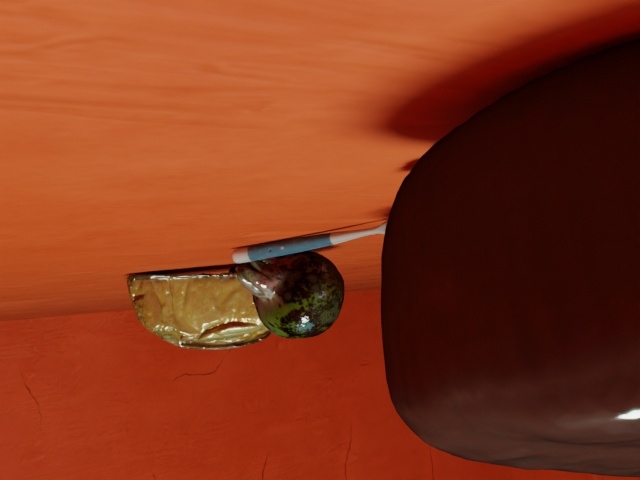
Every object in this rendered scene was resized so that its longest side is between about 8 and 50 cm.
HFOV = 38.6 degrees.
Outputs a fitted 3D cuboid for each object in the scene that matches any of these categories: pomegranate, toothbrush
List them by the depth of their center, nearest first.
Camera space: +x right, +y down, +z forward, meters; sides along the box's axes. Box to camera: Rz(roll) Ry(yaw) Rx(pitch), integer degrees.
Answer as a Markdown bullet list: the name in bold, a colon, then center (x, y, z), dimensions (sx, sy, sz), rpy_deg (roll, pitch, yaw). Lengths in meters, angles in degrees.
- **toothbrush**: center (0.000, 0.000, 1.076), dimensions (0.275, 0.019, 0.025), rpy_deg (-11, -179, 38)
- **pomegranate**: center (-0.040, 0.059, 1.272), dimensions (0.125, 0.163, 0.138), rpy_deg (-46, -148, -24)

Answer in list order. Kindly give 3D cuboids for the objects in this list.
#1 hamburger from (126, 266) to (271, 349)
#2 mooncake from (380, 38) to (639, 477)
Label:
- **hamburger**: center (-0.171, 0.107, 1.443), dimensions (0.262, 0.131, 0.124), rpy_deg (0, 174, -10)
- **mooncake**: center (0.193, 0.032, 0.476), dimensions (0.325, 0.174, 0.334), rpy_deg (-9, 157, 15)
